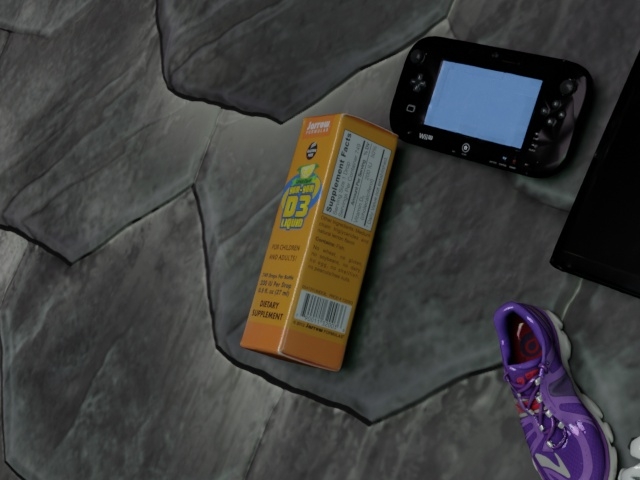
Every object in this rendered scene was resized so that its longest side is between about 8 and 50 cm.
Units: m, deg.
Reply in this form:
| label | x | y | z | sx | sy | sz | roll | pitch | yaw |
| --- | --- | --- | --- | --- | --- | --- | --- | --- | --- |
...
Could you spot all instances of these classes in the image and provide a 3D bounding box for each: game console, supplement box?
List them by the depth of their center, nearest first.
| label | x | y | z | sx | sy | sz | roll | pitch | yaw |
| --- | --- | --- | --- | --- | --- | --- | --- | --- | --- |
| game console | 0.200 | -0.087 | 0.856 | 0.361 | 0.044 | 0.213 | 21 | 87 | 41 |
| supplement box | 0.000 | 0.000 | 0.946 | 0.078 | 0.080 | 0.234 | 1 | 72 | 56 |

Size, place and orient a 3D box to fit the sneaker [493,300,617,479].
| label | x | y | z | sx | sy | sz | roll | pitch | yaw |
| --- | --- | --- | --- | --- | --- | --- | --- | --- | --- |
| sneaker | 0.171 | 0.125 | 0.782 | 0.068 | 0.071 | 0.170 | -33 | 57 | 24 |

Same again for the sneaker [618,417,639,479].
| label | x | y | z | sx | sy | sz | roll | pitch | yaw |
| --- | --- | --- | --- | --- | --- | --- | --- | --- | --- |
| sneaker | 0.253 | 0.206 | 0.678 | 0.118 | 0.110 | 0.292 | 20 | 93 | 31 |
